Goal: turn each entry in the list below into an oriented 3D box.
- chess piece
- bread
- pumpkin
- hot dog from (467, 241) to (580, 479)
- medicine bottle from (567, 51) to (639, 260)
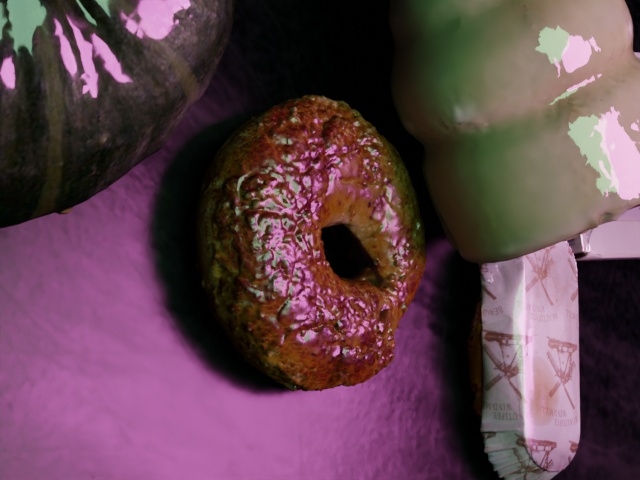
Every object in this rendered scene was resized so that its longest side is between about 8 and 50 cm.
[{"bbox_3d":[0.080,-0.214,0.837,0.234,0.234,0.442,-32,103,-38],"label":"chess piece"},{"bbox_3d":[0.000,0.000,0.820,0.193,0.064,0.193,9,76,-40],"label":"bread"},{"bbox_3d":[-0.189,-0.147,0.618,0.300,0.207,0.300,-3,95,-35],"label":"pumpkin"},{"bbox_3d":[0.148,0.082,0.925,0.099,0.053,0.192,4,81,-36],"label":"hot dog"},{"bbox_3d":[0.252,-0.066,1.039,0.201,0.052,0.171,-1,81,-36],"label":"medicine bottle"}]
